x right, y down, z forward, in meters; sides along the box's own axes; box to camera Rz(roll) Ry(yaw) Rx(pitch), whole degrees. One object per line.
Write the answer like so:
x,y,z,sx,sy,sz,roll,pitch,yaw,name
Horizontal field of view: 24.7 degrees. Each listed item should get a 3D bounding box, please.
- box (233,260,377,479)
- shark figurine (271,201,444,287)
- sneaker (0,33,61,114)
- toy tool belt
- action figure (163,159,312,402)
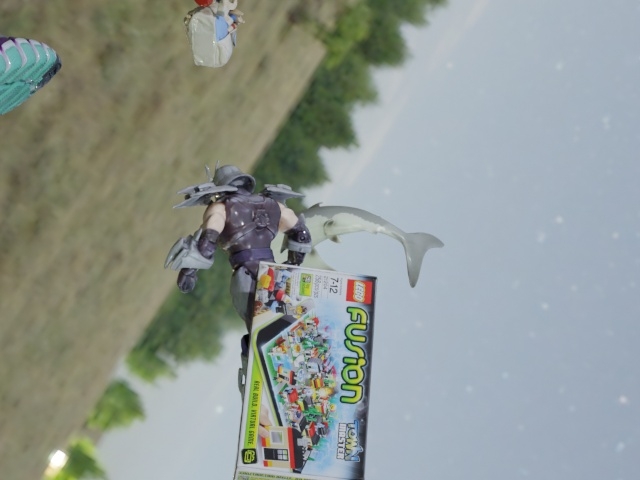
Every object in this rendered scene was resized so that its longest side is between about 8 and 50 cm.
-0.012,0.122,1.314,0.036,0.114,0.207,103,-8,-59,box
0.019,-0.019,2.009,0.278,0.166,0.116,-9,-156,14,shark figurine
-0.274,-0.150,1.107,0.083,0.098,0.224,-37,177,13,sneaker
-0.096,-0.201,1.322,0.051,0.052,0.083,-57,153,-49,toy tool belt
-0.066,0.041,1.519,0.185,0.285,0.099,-8,158,-34,action figure
